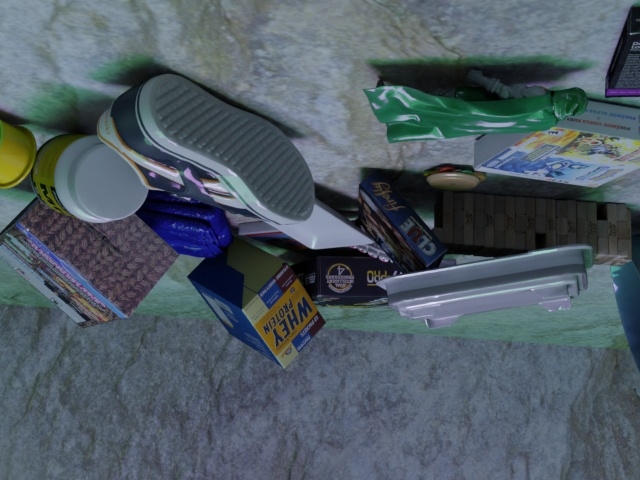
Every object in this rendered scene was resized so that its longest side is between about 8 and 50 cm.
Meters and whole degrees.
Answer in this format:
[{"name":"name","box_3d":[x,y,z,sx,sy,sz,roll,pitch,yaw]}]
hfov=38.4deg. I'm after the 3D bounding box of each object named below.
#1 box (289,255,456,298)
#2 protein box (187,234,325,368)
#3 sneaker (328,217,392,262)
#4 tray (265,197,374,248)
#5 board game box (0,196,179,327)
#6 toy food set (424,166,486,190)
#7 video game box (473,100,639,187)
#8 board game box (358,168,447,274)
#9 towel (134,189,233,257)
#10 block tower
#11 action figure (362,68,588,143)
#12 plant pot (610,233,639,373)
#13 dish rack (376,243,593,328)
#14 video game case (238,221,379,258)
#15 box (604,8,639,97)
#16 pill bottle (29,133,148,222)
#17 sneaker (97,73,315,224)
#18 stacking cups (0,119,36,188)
[{"name":"box","box_3d":[0.081,0.098,2.073,0.318,0.097,0.395,0,173,-19]},{"name":"protein box","box_3d":[-0.133,0.124,1.911,0.199,0.136,0.201,25,154,44]},{"name":"sneaker","box_3d":[0.075,-0.023,1.680,0.170,0.075,0.063,23,-168,17]},{"name":"tray","box_3d":[-0.038,-0.050,1.566,0.145,0.030,0.270,-5,156,39]},{"name":"board game box","box_3d":[-0.417,0.018,1.594,0.232,0.141,0.291,45,154,-16]},{"name":"toy food set","box_3d":[0.201,-0.094,1.386,0.082,0.020,0.083,15,165,-40]},{"name":"video game box","box_3d":[0.319,-0.121,1.161,0.187,0.048,0.205,4,168,-14]},{"name":"board game box","box_3d":[0.128,-0.011,1.499,0.042,0.165,0.243,-39,169,-6]},{"name":"towel","box_3d":[-0.289,-0.024,1.745,0.227,0.076,0.308,3,168,0]},{"name":"block tower","box_3d":[0.346,-0.019,1.525,0.335,0.097,0.091,3,168,-2]},{"name":"action figure","box_3d":[0.178,-0.150,1.024,0.232,0.064,0.137,3,167,22]},{"name":"plant pot","box_3d":[0.663,0.107,1.597,0.235,0.293,0.293,-15,165,7]},{"name":"dish rack","box_3d":[0.275,0.083,1.483,0.332,0.072,0.285,-10,168,15]},{"name":"video game case","box_3d":[0.000,0.000,1.885,0.204,0.025,0.285,-5,166,36]},{"name":"box","box_3d":[0.350,-0.181,0.904,0.116,0.029,0.162,1,169,9]},{"name":"pill bottle","box_3d":[-0.315,-0.086,1.253,0.119,0.119,0.208,11,180,-31]},{"name":"sneaker","box_3d":[-0.142,-0.109,1.190,0.127,0.126,0.321,-11,150,36]},{"name":"stacking cups","box_3d":[-0.504,-0.165,1.170,0.096,0.096,0.316,-2,162,26]}]
